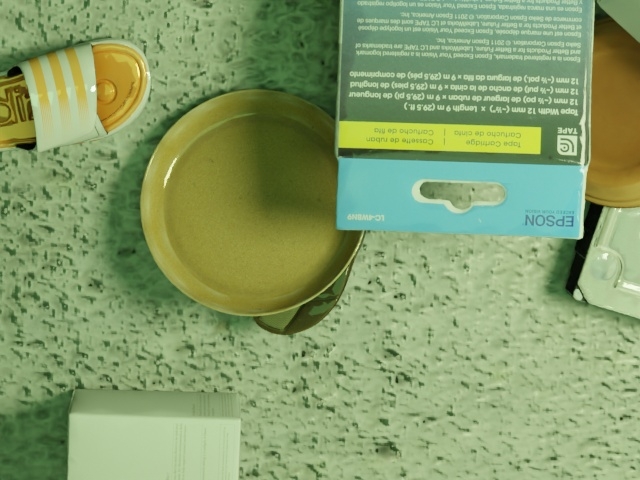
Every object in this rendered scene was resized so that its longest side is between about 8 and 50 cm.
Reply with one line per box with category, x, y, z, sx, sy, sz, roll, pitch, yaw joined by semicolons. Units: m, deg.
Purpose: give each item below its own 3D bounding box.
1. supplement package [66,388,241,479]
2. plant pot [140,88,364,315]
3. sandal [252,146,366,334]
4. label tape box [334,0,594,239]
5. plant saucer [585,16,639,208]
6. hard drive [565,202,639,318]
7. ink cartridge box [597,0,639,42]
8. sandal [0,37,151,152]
supplement package;-0.175;0.220;1.835;0.179;0.105;0.105;2;101;-5
plant pot;-0.067;-0.038;1.797;0.236;0.032;0.236;-1;81;5
sandal;0.000;0.000;1.832;0.090;0.060;0.219;20;83;9
label tape box;0.143;-0.180;1.739;0.249;0.115;0.348;2;92;2
plant saucer;0.307;-0.133;1.785;0.200;0.037;0.200;0;90;27
hard drive;0.421;-0.068;1.842;0.237;0.064;0.339;17;100;-6
ink cartridge box;0.508;-0.295;1.682;0.285;0.166;0.395;42;74;-6
sandal;-0.301;-0.131;1.775;0.265;0.076;0.102;-15;102;-1
